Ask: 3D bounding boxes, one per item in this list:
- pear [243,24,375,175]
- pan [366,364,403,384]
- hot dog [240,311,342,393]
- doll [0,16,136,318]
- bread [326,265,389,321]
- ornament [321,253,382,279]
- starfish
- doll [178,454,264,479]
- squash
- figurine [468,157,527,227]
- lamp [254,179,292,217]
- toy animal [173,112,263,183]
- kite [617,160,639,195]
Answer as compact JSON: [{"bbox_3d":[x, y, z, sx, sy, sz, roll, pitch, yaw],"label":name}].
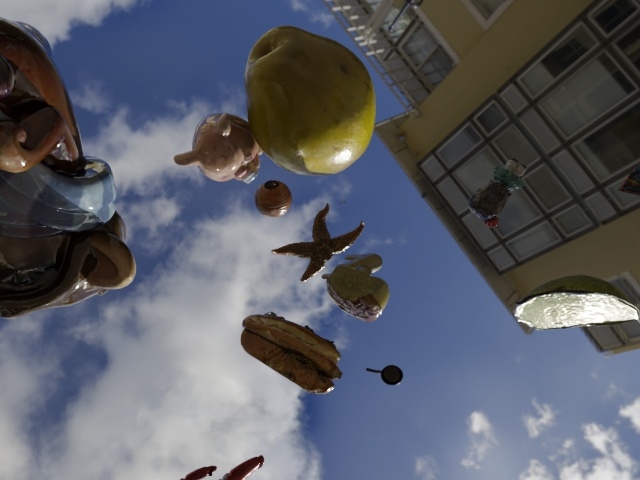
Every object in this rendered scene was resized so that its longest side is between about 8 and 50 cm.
[{"bbox_3d":[-0.030,-0.372,1.266,0.418,0.363,0.362,48,-136,-40],"label":"pear"},{"bbox_3d":[0.197,0.405,1.402,0.115,0.068,0.023,14,-165,4],"label":"pan"},{"bbox_3d":[-0.064,0.207,0.883,0.072,0.270,0.109,-4,-72,-47],"label":"hot dog"},{"bbox_3d":[-0.343,-0.069,0.487,0.209,0.339,0.318,-30,-139,-31],"label":"doll"},{"bbox_3d":[0.090,0.132,1.064,0.086,0.156,0.125,-51,-43,-28],"label":"bread"},{"bbox_3d":[0.115,0.096,1.510,0.230,0.245,0.061,-19,-81,-42],"label":"ornament"},{"bbox_3d":[-0.001,-0.001,1.268,0.247,0.050,0.138,-42,-83,-6],"label":"starfish"},{"bbox_3d":[-0.267,0.614,1.031,0.384,0.099,0.188,7,-143,-41],"label":"doll"},{"bbox_3d":[0.439,0.092,0.811,0.184,0.192,0.085,31,-125,-36],"label":"squash"},{"bbox_3d":[0.278,-0.075,0.707,0.060,0.047,0.106,38,-89,-10],"label":"figurine"},{"bbox_3d":[-0.167,-0.146,1.606,0.137,0.136,0.136,13,-121,-23],"label":"lamp"},{"bbox_3d":[-0.270,-0.255,1.302,0.213,0.195,0.256,45,-169,-26],"label":"toy animal"},{"bbox_3d":[0.711,-0.123,0.893,0.234,0.016,0.321,-11,-136,6],"label":"kite"}]
